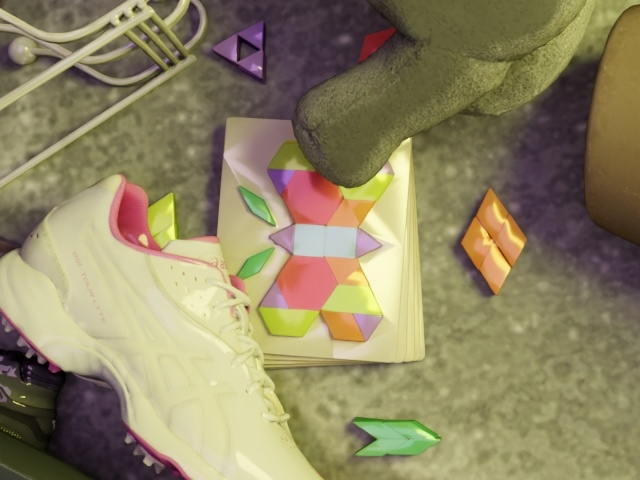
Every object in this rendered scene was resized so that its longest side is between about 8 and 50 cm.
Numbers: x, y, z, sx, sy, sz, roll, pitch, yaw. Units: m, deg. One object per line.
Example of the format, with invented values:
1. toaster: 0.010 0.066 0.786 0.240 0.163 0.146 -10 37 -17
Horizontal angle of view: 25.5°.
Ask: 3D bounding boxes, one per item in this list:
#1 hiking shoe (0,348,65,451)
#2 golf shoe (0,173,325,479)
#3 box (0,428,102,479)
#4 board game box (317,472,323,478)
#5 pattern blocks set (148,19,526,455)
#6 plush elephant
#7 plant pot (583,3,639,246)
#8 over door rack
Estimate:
1. hiking shoe: -0.297 0.128 0.994 0.227 0.086 0.114 4 85 3
2. golf shoe: -0.083 0.078 0.941 0.306 0.115 0.140 40 89 12
3. box: -0.187 0.235 0.889 0.261 0.103 0.184 24 86 10
4. board game box: -0.006 0.285 0.989 0.147 0.045 0.193 -35 86 2
5. pattern blocks set: 0.000 0.000 1.007 0.286 0.026 0.324 -12 88 4
6. plush elephant: 0.105 -0.237 0.904 0.330 0.255 0.272 -18 117 30
7. plant pot: 0.294 -0.061 0.895 0.229 0.263 0.263 10 89 21
8. over door rack: -0.222 -0.078 0.918 0.324 0.239 0.108 -44 88 1
